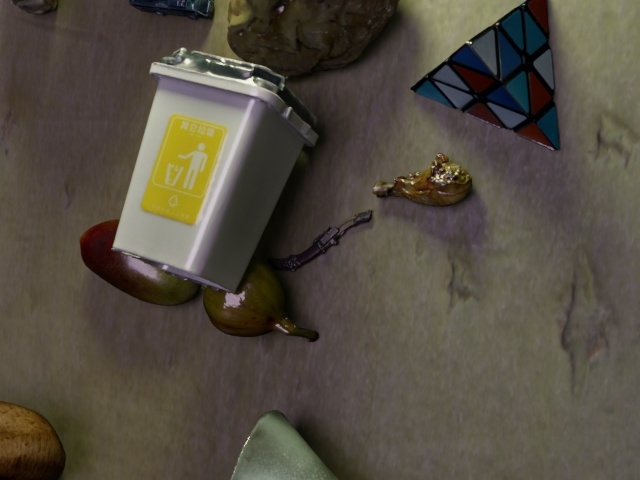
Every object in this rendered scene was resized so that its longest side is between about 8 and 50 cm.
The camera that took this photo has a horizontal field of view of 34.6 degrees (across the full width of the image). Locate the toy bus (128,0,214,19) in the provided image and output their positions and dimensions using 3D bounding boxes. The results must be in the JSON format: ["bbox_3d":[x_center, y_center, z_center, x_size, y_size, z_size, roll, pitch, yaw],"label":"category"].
[{"bbox_3d":[-0.289,-0.462,1.990,0.166,0.065,0.047,11,90,25],"label":"toy bus"}]

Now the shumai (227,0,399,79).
[{"bbox_3d":[-0.043,-0.422,1.762,0.346,0.283,0.216,-10,81,21],"label":"shumai"}]

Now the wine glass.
[{"bbox_3d":[0.068,0.450,1.676,0.406,0.267,0.267,10,90,20],"label":"wine glass"}]

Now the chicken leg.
[{"bbox_3d":[0.173,-0.101,1.767,0.178,0.070,0.093,-5,84,33],"label":"chicken leg"}]

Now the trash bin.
[{"bbox_3d":[-0.179,-0.108,1.764,0.256,0.296,0.367,16,82,22],"label":"trash bin"}]

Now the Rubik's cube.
[{"bbox_3d":[0.285,-0.312,1.637,0.284,0.234,0.250,32,99,23],"label":"Rubik's cube"}]

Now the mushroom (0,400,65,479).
[{"bbox_3d":[-0.659,0.485,1.961,0.331,0.334,0.356,-2,76,24],"label":"mushroom"}]

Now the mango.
[{"bbox_3d":[-0.348,0.037,1.957,0.268,0.111,0.133,25,85,18],"label":"mango"}]

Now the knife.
[{"bbox_3d":[0.002,0.006,1.853,0.222,0.021,0.045,-27,73,20],"label":"knife"}]

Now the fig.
[{"bbox_3d":[-0.121,0.122,1.832,0.142,0.148,0.186,-37,55,-15],"label":"fig"}]

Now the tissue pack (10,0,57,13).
[{"bbox_3d":[-0.594,-0.586,2.068,0.090,0.186,0.222,2,86,11],"label":"tissue pack"}]
